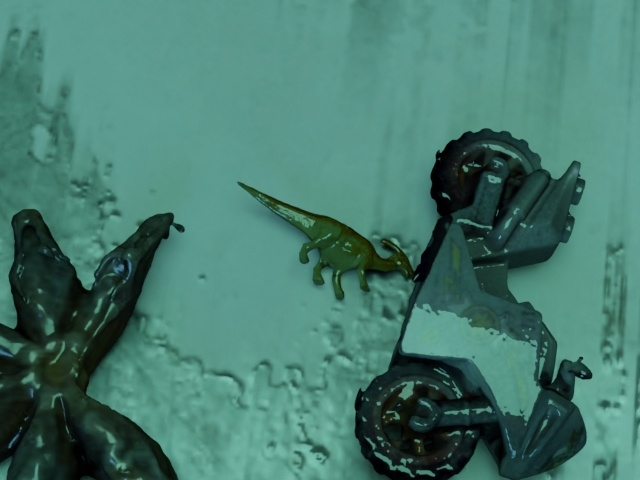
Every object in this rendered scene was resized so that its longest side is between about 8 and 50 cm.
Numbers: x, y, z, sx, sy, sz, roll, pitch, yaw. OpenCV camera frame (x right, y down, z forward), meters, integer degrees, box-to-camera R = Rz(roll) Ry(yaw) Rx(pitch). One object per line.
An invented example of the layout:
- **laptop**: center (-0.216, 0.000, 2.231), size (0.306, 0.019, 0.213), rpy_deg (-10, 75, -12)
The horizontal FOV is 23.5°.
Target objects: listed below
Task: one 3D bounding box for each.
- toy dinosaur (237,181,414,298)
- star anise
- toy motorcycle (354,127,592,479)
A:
- **toy dinosaur**: center (0.000, 0.003, 0.863), size (0.113, 0.026, 0.041), rpy_deg (22, 63, -7)
- **star anise**: center (-0.151, 0.078, 0.804), size (0.172, 0.063, 0.208), rpy_deg (-4, 71, -5)
- **toy motorcycle**: center (0.099, 0.038, 0.835), size (0.122, 0.080, 0.215), rpy_deg (18, 65, 2)
